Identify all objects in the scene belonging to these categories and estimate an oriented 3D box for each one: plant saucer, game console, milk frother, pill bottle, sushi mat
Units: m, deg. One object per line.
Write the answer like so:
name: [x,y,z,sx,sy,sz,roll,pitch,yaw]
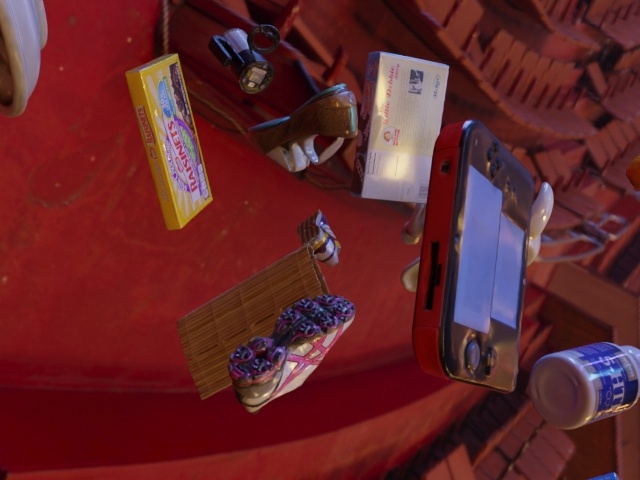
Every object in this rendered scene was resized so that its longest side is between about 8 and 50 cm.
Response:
plant saucer: [-0.542,-0.408,1.277,0.100,0.400,0.400,-25,142,-29]
game console: [0.258,0.034,1.212,0.342,0.060,0.386,22,73,-51]
milk frother: [-0.156,-0.421,1.682,0.143,0.135,0.129,-41,146,9]
pill bottle: [0.417,0.214,1.177,0.187,0.112,0.112,-5,125,-36]
sushi mat: [-0.111,0.139,1.282,0.316,0.151,0.019,-30,161,28]

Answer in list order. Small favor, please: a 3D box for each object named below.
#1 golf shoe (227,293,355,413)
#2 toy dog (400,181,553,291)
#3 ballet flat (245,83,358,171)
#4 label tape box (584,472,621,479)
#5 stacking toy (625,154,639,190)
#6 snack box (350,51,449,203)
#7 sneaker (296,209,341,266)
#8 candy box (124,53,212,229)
golf shoe: [-0.032,0.134,0.940,0.186,0.067,0.086,-32,135,-28]
toy dog: [0.358,-0.072,1.862,0.408,0.284,0.395,-88,-155,-49]
ballet flat: [-0.036,-0.206,1.544,0.116,0.342,0.124,-24,97,-37]
label tape box: [0.496,0.550,1.539,0.241,0.106,0.334,-22,145,18]
stacking toy: [0.484,-0.058,0.820,0.166,0.302,0.175,70,30,-53]
snack box: [0.179,-0.250,1.755,0.187,0.060,0.322,4,97,-28]
sneaker: [0.000,0.000,1.639,0.069,0.084,0.185,-37,-163,12]
candy box: [-0.191,-0.127,0.998,0.105,0.027,0.206,-53,136,-59]
